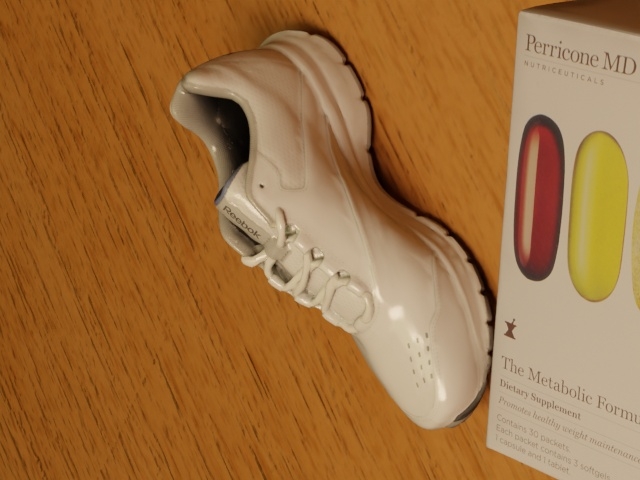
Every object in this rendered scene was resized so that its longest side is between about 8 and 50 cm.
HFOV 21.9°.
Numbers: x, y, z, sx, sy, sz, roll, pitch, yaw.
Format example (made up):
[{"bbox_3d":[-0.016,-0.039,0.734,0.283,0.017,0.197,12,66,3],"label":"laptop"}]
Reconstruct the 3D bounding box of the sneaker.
[{"bbox_3d":[0.000,0.000,1.074,0.297,0.129,0.111,57,134,18],"label":"sneaker"}]

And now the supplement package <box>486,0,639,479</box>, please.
[{"bbox_3d":[0.185,0.002,0.861,0.139,0.134,0.244,20,116,43],"label":"supplement package"}]
